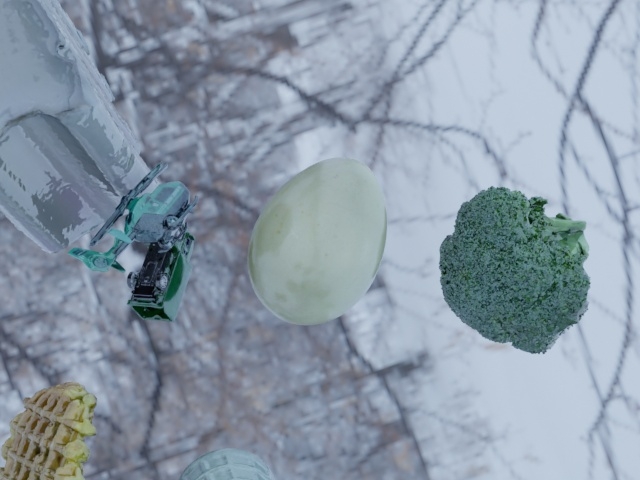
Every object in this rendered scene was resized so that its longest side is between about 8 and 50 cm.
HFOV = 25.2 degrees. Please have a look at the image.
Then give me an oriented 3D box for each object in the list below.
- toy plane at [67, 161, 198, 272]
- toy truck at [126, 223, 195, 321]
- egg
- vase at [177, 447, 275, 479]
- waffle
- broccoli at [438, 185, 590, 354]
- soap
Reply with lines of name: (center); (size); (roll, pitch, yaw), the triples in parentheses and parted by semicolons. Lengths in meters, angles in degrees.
toy plane: (-0.238, -0.025, 1.919); (0.235, 0.096, 0.060); (-53, -8, -46)
toy truck: (-0.242, 0.042, 2.191); (0.079, 0.065, 0.147); (54, -135, -54)
egg: (0.000, 0.000, 2.059); (0.189, 0.253, 0.188); (29, -178, -1)
vase: (-0.068, 0.318, 1.415); (0.299, 0.143, 0.143); (-129, 19, -68)
waffle: (-0.281, 0.222, 1.441); (0.038, 0.191, 0.191); (23, -153, -29)
broccoli: (0.341, 0.045, 2.426); (0.308, 0.275, 0.307); (44, 145, 43)
soap: (-0.411, -0.198, 1.995); (0.350, 0.213, 0.435); (62, 178, 17)
